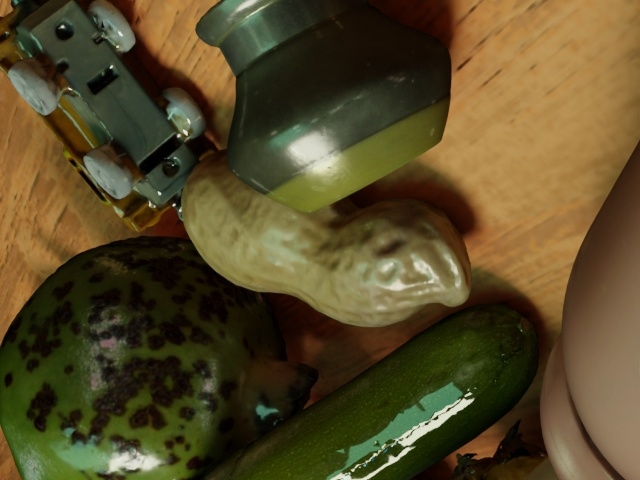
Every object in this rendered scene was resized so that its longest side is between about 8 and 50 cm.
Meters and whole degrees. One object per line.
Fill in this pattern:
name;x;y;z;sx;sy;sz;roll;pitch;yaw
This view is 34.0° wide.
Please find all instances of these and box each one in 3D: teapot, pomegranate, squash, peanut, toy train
teapot;0.000;-0.086;0.570;0.119;0.130;0.166;62;180;-4
pomegranate;-0.128;0.122;0.860;0.270;0.254;0.254;7;137;25
squash;0.013;0.147;0.729;0.331;0.087;0.087;-35;103;18
peanut;0.001;-0.001;0.696;0.227;0.085;0.104;21;133;31
toy train;-0.164;-0.098;0.768;0.219;0.089;0.127;52;159;-18

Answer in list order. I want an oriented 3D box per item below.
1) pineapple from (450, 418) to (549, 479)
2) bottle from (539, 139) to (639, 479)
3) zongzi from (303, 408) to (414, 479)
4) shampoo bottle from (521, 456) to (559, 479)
pineapple;0.129;0.232;0.724;0.225;0.225;0.076;54;155;-19
bottle;0.186;0.043;0.416;0.173;0.206;0.297;4;148;-6
zongzi;0.084;0.334;0.859;0.360;0.160;0.323;41;-165;-11
shampoo bottle;0.124;0.201;0.620;0.153;0.284;0.071;61;174;-30
